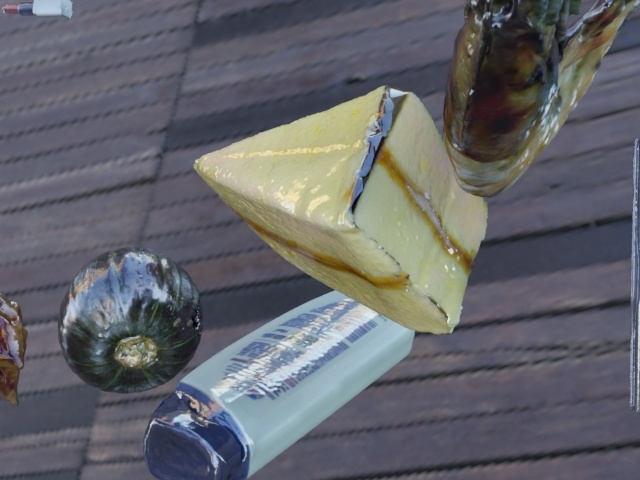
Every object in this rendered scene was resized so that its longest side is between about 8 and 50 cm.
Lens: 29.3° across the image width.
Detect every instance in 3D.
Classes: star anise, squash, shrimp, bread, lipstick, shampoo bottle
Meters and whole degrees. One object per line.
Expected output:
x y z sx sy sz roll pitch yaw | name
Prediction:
-0.320 0.054 1.031 0.111 0.212 0.196 -30 30 -14 | star anise
-0.240 0.101 1.542 0.193 0.193 0.156 -25 59 3 | squash
0.170 -0.155 0.857 0.071 0.365 0.233 39 76 18 | shrimp
-0.003 0.000 1.092 0.264 0.167 0.163 -17 40 38 | bread
-0.394 -0.320 1.687 0.107 0.025 0.025 4 87 22 | lipstick
-0.045 0.142 1.252 0.134 0.078 0.359 23 29 26 | shampoo bottle

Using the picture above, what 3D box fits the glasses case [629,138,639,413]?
0.243 0.024 0.862 0.042 0.072 0.190 3 94 37 | glasses case
